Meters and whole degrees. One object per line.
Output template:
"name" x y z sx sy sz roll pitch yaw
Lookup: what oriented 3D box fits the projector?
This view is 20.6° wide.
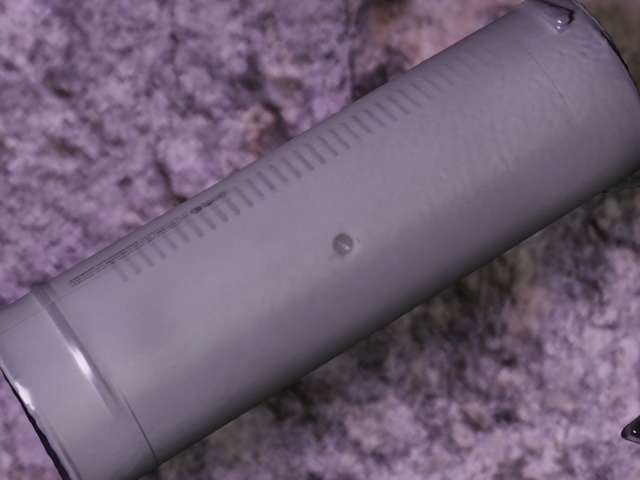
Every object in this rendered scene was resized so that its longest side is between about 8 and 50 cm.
"projector" 0.000 0.000 0.869 0.337 0.108 0.108 -31 114 -12

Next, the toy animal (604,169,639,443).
"toy animal" 0.235 0.053 0.995 0.255 0.090 0.170 42 86 -28
